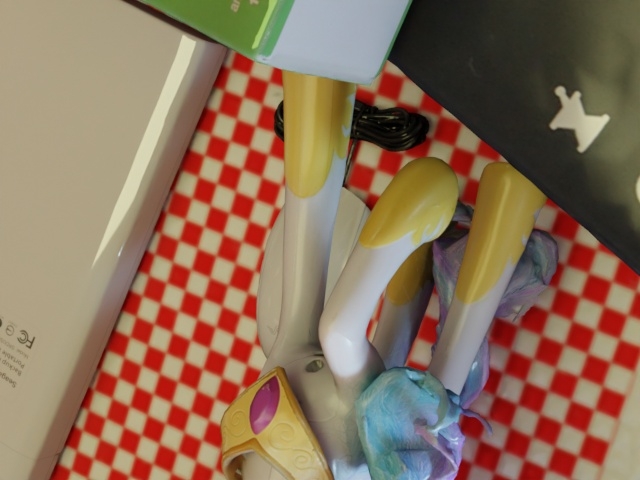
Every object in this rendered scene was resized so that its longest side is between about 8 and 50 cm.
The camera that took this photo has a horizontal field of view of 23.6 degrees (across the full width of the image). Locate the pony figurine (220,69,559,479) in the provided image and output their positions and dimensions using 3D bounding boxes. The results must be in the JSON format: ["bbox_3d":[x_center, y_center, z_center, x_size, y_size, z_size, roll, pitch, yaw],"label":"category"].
[{"bbox_3d":[0.018,0.125,0.856,0.303,0.351,0.363,12,73,28],"label":"pony figurine"}]

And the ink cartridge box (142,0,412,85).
[{"bbox_3d":[-0.070,-0.218,0.673,0.278,0.117,0.201,30,104,24],"label":"ink cartridge box"}]

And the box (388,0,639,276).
[{"bbox_3d":[0.222,-0.263,0.758,0.472,0.297,0.480,43,108,20],"label":"box"}]

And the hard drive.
[{"bbox_3d":[-0.231,-0.025,1.106,0.233,0.047,0.353,29,103,22],"label":"hard drive"}]

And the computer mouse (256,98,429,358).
[{"bbox_3d":[0.000,0.000,1.000,0.106,0.042,0.193,16,97,23],"label":"computer mouse"}]
